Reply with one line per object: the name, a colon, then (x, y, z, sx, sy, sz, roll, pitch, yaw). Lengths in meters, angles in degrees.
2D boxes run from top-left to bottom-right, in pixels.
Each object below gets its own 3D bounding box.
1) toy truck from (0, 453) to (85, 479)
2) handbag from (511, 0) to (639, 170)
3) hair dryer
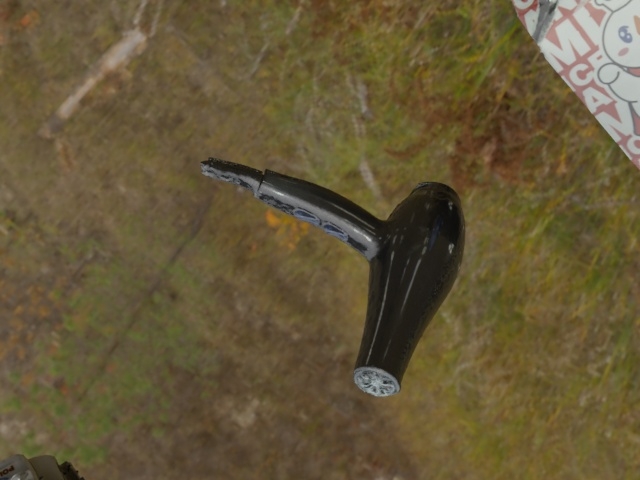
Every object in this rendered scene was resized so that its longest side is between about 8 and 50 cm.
toy truck: (-0.313, 0.335, 1.156, 0.213, 0.161, 0.177, 52, 162, 24)
handbag: (0.301, -0.183, 0.912, 0.171, 0.151, 0.298, -34, 110, 29)
hair dryer: (0.000, 0.000, 0.805, 0.219, 0.196, 0.075, 26, 140, -1)
